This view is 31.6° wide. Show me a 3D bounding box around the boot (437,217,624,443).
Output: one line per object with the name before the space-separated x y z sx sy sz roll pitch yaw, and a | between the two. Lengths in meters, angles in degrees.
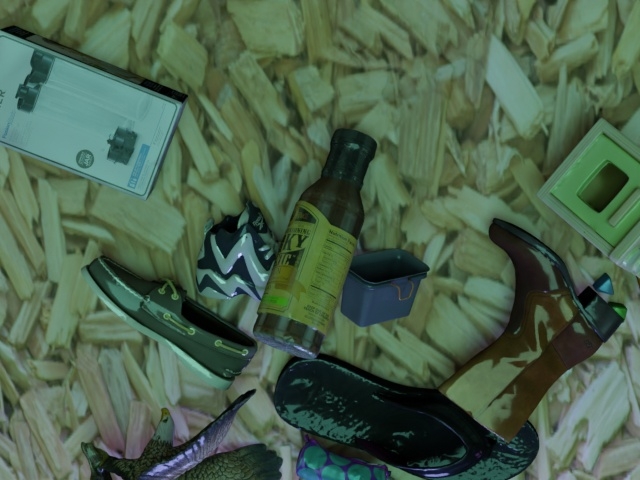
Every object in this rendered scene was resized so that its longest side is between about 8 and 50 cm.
boot | 0.288 0.138 1.779 0.264 0.096 0.280 43 97 -9

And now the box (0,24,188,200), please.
box | -0.366 -0.191 1.708 0.290 0.087 0.169 22 104 -5

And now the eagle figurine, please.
eagle figurine | -0.226 0.361 1.810 0.298 0.226 0.225 -6 85 7

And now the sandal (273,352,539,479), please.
sandal | 0.138 0.311 1.832 0.445 0.107 0.168 15 105 -4

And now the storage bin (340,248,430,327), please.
storage bin | 0.097 0.080 1.759 0.135 0.098 0.091 -12 123 -37

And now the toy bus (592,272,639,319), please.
toy bus | 0.551 0.076 1.767 0.202 0.104 0.191 25 104 -6

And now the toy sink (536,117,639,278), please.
toy sink | 0.463 -0.044 1.664 0.153 0.131 0.234 -50 61 13

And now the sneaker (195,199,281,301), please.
sneaker | -0.078 0.013 1.758 0.235 0.094 0.153 5 114 9

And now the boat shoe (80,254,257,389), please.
boat shoe | -0.236 0.113 1.783 0.305 0.109 0.091 39 102 -16

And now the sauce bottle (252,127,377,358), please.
sauce bottle | 0.000 0.000 1.691 0.111 0.111 0.344 20 74 -5

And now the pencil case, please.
pencil case | 0.036 0.370 1.825 0.151 0.064 0.070 17 101 8

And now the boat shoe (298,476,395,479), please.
boat shoe | 0.119 0.470 1.868 0.335 0.119 0.121 24 105 -4
